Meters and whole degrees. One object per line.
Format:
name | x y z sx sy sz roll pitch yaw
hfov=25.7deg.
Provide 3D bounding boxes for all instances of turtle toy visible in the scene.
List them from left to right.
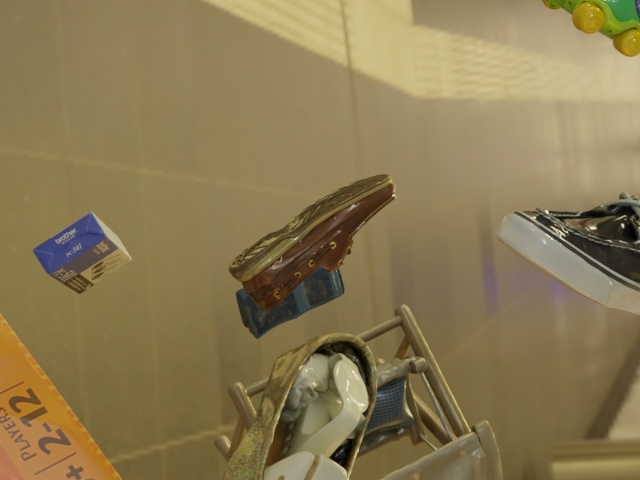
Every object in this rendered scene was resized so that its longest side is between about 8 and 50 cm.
turtle toy | 0.260 -0.208 1.238 0.130 0.066 0.095 22 18 -28

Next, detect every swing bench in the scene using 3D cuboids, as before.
swing bench | 0.050 0.256 1.651 0.254 0.253 0.165 55 -26 23

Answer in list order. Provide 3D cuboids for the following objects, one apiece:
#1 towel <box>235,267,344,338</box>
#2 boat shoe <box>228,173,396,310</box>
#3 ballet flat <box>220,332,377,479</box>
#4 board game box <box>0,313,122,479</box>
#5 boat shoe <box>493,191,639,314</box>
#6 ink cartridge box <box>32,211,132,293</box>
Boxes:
towel | -0.032 0.058 1.548 0.029 0.119 0.067 55 -15 46
boat shoe | 0.000 0.000 1.335 0.060 0.178 0.064 58 -8 -14
ballet flat | -0.015 0.203 1.263 0.348 0.123 0.123 -72 151 -55
board game box | -0.320 0.270 0.896 0.356 0.356 0.356 -27 149 -28
boat shoe | 0.274 0.005 1.248 0.301 0.108 0.102 19 104 -40
ink cartridge box | -0.335 0.020 1.998 0.046 0.097 0.207 56 -4 9
